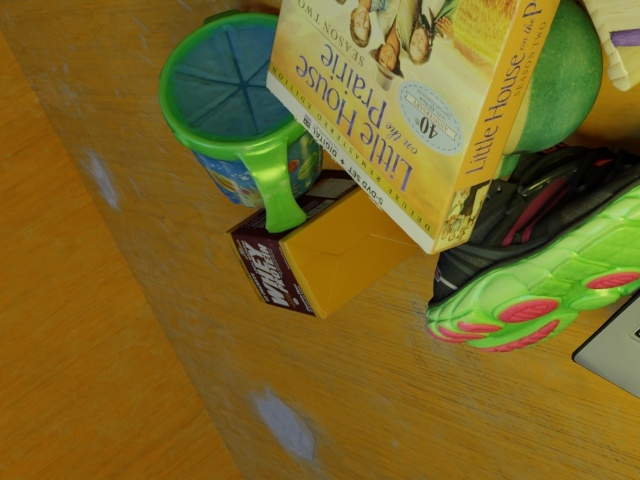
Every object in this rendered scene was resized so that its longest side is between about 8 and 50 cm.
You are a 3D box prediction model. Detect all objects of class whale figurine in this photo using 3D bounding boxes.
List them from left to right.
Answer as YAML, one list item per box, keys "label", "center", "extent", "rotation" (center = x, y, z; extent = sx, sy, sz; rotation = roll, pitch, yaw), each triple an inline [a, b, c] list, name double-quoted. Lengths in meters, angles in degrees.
- label: "whale figurine"
  center: [0.208, -0.171, 1.295]
  extent: [0.272, 0.141, 0.216]
  rotation: [137, 134, -85]

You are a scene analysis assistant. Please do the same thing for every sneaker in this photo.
- label: "sneaker"
  center: [0.264, -0.030, 1.268]
  extent: [0.482, 0.185, 0.202]
  rotation: [-29, 56, 50]

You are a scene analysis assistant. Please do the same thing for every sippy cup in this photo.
- label: "sippy cup"
  center: [-0.092, -0.165, 1.754]
  extent: [0.240, 0.306, 0.224]
  rotation: [13, 153, 17]

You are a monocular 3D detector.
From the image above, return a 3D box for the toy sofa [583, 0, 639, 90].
- label: "toy sofa"
  center: [0.367, -0.171, 0.904]
  extent: [0.177, 0.150, 0.362]
  rotation: [62, 163, -17]

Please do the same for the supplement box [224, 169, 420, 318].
- label: "supplement box"
  center: [0.000, 0.000, 1.810]
  extent: [0.194, 0.191, 0.129]
  rotation: [9, 130, 60]

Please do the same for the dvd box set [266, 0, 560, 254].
- label: "dvd box set"
  center: [0.083, -0.236, 1.174]
  extent: [0.308, 0.062, 0.420]
  rotation: [49, 142, 31]

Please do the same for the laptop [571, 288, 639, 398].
- label: "laptop"
  center: [0.423, 0.216, 1.104]
  extent: [0.382, 0.236, 0.408]
  rotation: [30, 154, 3]
